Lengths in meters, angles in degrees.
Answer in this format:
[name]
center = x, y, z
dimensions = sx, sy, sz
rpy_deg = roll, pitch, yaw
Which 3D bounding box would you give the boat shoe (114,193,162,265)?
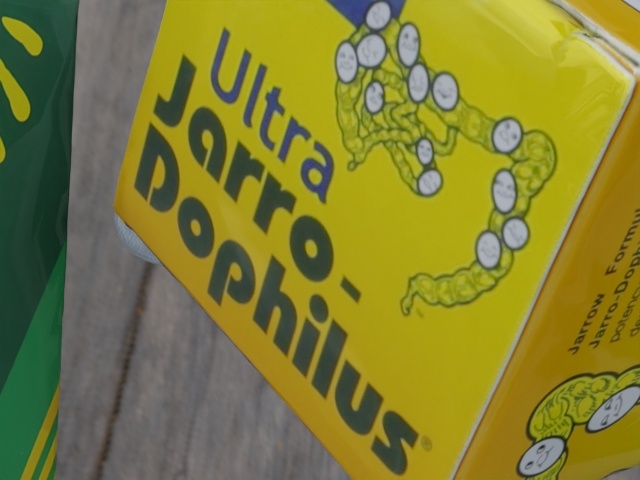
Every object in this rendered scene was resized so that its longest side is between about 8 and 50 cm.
[boat shoe]
center = 0.000, 0.000, 1.123
dimensions = 0.302, 0.094, 0.109
rpy_deg = 21, 101, 41

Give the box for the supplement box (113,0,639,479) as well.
[supplement box]
center = 0.135, -0.059, 0.686
dimensions = 0.356, 0.195, 0.194
rpy_deg = -13, 46, -39

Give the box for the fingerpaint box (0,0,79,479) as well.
[fingerpaint box]
center = -0.331, 0.056, 0.873
dimensions = 0.444, 0.163, 0.371
rpy_deg = 6, 95, 36
